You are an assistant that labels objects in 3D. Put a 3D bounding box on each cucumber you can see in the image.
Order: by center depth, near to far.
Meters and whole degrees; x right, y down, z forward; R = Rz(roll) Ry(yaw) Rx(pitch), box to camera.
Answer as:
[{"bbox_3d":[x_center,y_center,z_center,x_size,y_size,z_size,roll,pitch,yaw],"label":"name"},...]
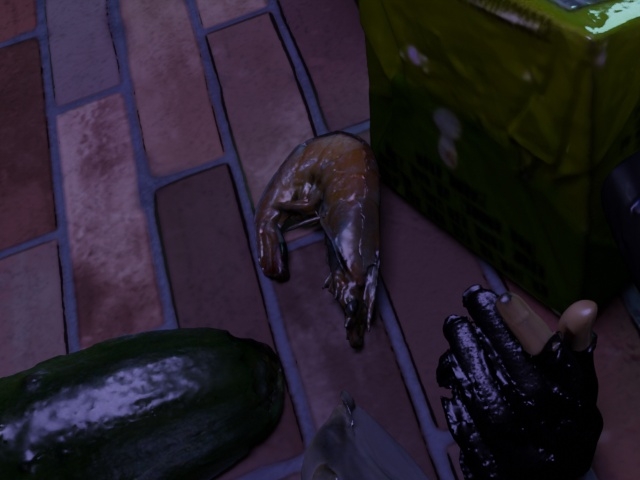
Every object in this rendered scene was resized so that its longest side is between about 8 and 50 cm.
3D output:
[{"bbox_3d":[-0.190,0.162,0.966,0.325,0.105,0.145,-17,45,1],"label":"cucumber"}]

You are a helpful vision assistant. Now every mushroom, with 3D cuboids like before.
[{"bbox_3d":[0.071,0.260,0.784,0.109,0.097,0.351,-26,48,-3],"label":"mushroom"}]

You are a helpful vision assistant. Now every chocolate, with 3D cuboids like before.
[{"bbox_3d":[0.167,-0.127,0.973,0.137,0.288,0.301,-29,45,-21],"label":"chocolate"}]

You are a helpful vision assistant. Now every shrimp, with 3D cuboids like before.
[{"bbox_3d":[0.001,0.001,1.079,0.144,0.052,0.251,-26,45,23],"label":"shrimp"}]

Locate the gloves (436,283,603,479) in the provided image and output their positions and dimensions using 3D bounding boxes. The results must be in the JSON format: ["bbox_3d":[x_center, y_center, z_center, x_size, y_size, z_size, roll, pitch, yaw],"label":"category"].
[{"bbox_3d":[0.151,0.112,0.827,0.129,0.180,0.106,-14,46,9],"label":"gloves"}]

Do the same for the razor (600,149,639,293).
[{"bbox_3d":[0.335,0.064,0.782,0.189,0.107,0.326,-18,68,-7],"label":"razor"}]
